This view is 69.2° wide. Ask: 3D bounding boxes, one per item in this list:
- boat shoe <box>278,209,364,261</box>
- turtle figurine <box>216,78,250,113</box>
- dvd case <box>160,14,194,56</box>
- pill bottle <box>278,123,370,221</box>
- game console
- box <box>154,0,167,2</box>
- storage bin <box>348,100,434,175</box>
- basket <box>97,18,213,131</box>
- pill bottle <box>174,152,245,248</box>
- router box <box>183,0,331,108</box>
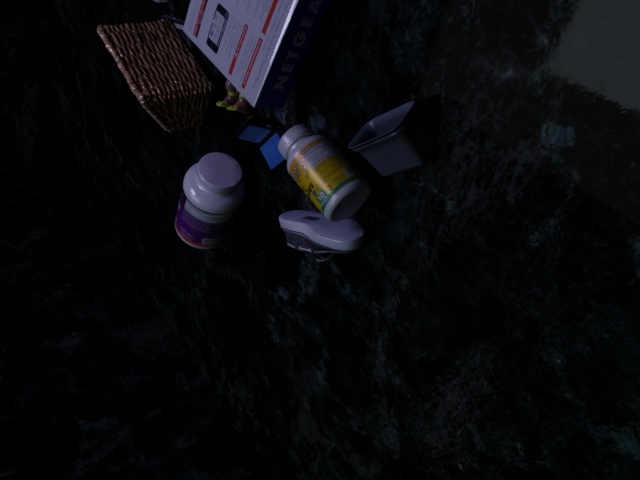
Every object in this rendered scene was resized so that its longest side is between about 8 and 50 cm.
[{"bbox_3d":[0.000,0.000,1.103,0.301,0.108,0.102,16,123,52],"label":"boat shoe"},{"bbox_3d":[-0.201,-0.430,1.124,0.269,0.087,0.217,27,115,34],"label":"turtle figurine"},{"bbox_3d":[-0.429,-0.559,1.420,0.164,0.018,0.221,33,135,39],"label":"dvd case"},{"bbox_3d":[0.002,-0.151,0.996,0.208,0.118,0.117,51,144,20],"label":"pill bottle"},{"bbox_3d":[-0.151,-0.241,1.183,0.144,0.124,0.085,-24,64,56],"label":"game console"},{"bbox_3d":[-0.524,-0.799,1.384,0.207,0.036,0.114,41,139,32],"label":"box"},{"bbox_3d":[0.136,-0.178,0.834,0.091,0.098,0.135,46,152,-22],"label":"storage bin"},{"bbox_3d":[-0.489,-0.458,1.348,0.299,0.223,0.213,56,145,12],"label":"basket"},{"bbox_3d":[-0.337,-0.120,1.418,0.181,0.181,0.323,56,145,15],"label":"pill bottle"},{"bbox_3d":[-0.125,-0.489,0.922,0.301,0.082,0.335,50,129,22],"label":"router box"}]
